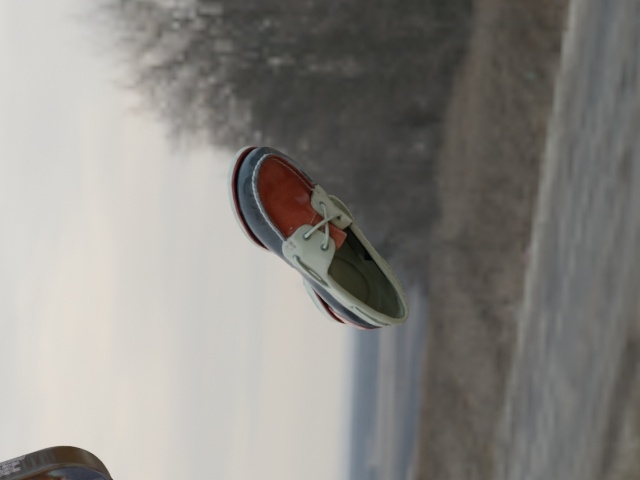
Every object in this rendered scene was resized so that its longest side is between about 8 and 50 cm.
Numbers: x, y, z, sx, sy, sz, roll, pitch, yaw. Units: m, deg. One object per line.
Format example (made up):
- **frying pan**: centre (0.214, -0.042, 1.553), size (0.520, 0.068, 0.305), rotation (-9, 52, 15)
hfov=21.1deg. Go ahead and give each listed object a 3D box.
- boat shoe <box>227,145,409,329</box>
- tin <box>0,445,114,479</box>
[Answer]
- **boat shoe**: centre (0.000, 0.000, 0.909), size (0.049, 0.043, 0.137), rotation (-55, -50, -23)
- **tin**: centre (-0.261, 0.234, 1.431), size (0.040, 0.190, 0.106), rotation (-131, 29, -55)
